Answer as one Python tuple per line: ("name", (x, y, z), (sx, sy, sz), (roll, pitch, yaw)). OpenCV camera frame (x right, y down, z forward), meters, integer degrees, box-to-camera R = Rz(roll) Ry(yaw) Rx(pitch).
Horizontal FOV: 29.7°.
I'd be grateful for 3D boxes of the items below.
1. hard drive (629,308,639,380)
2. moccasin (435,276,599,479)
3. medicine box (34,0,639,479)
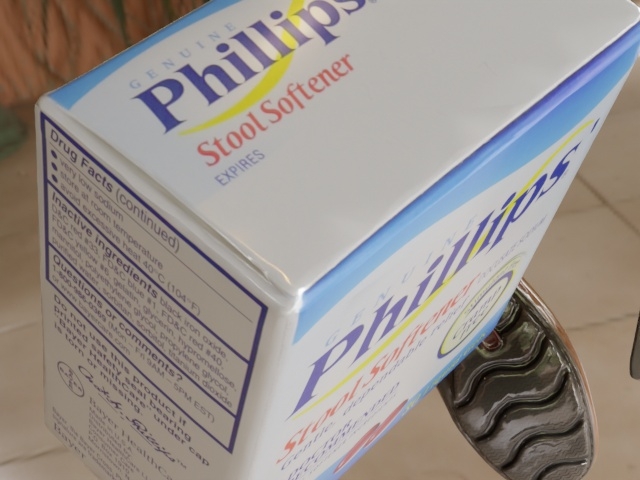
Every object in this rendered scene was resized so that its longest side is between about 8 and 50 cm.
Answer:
("hard drive", (0.412, 0.038, 1.003), (0.308, 0.203, 0.040), (11, 1, -20))
("moccasin", (0.135, 0.067, 1.132), (0.139, 0.380, 0.147), (-38, 3, 13))
("medicine box", (0.000, 0.000, 0.637), (0.149, 0.289, 0.263), (40, 56, 17))
